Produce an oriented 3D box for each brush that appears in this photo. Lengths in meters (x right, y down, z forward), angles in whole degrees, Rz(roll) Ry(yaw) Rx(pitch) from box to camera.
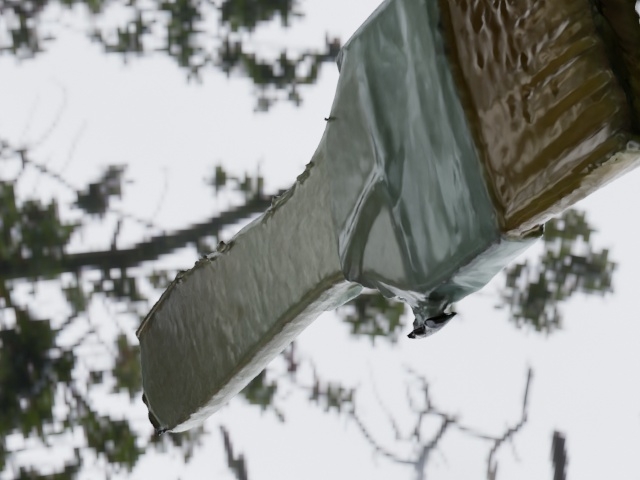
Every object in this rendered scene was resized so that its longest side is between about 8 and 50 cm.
[{"bbox_3d":[0.000,0.000,0.515,0.020,0.336,0.085,-7,-104,-24],"label":"brush"}]
